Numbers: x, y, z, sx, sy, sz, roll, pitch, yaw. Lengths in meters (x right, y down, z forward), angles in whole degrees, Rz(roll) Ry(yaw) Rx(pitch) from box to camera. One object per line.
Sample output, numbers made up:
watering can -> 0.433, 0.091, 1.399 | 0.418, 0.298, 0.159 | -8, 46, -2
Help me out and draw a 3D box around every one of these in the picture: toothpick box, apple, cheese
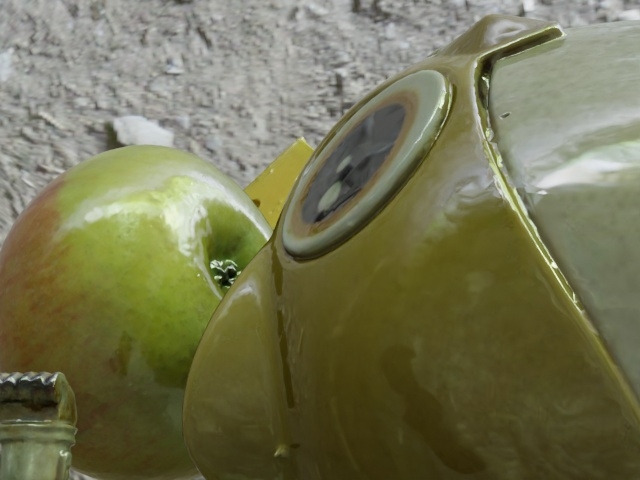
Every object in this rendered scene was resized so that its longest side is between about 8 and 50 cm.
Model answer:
toothpick box -> 0.171, 0.057, 0.770 | 0.409, 0.426, 0.408 | -3, 94, -63
apple -> -0.131, 0.059, 0.941 | 0.261, 0.194, 0.260 | 32, 47, -42
cheese -> 0.000, 0.000, 1.286 | 0.126, 0.093, 0.171 | -45, 128, -1

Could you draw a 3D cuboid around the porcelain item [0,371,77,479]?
porcelain item -> -0.140, 0.167, 0.557 | 0.084, 0.054, 0.213 | 0, 71, 11
